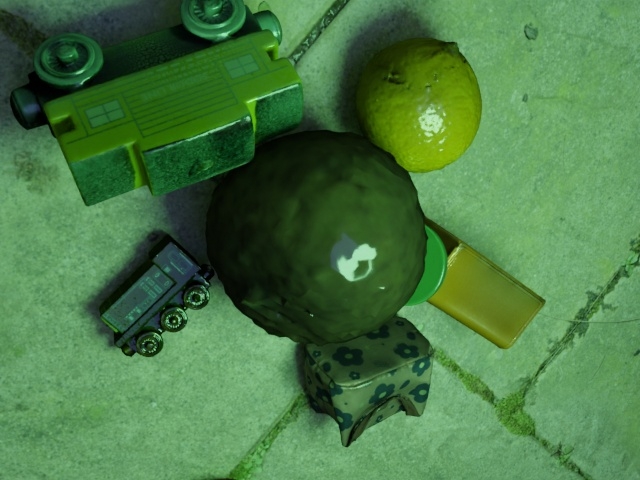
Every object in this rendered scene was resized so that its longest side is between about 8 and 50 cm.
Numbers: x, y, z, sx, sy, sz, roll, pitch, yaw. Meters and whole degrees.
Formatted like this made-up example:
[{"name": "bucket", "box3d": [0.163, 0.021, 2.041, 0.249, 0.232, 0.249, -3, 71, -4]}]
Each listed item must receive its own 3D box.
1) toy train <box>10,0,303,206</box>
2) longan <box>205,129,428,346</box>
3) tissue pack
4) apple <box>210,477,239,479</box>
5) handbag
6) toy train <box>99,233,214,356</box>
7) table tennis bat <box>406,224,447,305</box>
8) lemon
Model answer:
[{"name": "toy train", "box3d": [-0.236, -0.219, 1.194, 0.442, 0.272, 0.179, -23, 158, -15]}, {"name": "longan", "box3d": [0.000, 0.000, 1.332, 0.391, 0.391, 0.391, -8, 111, -21]}, {"name": "tissue pack", "box3d": [0.294, 0.086, 1.597, 0.274, 0.194, 0.145, 31, 94, -29]}, {"name": "apple", "box3d": [-0.198, 0.599, 1.583, 0.210, 0.173, 0.235, -3, 118, -27]}, {"name": "handbag", "box3d": [0.102, 0.293, 1.601, 0.251, 0.190, 0.193, -15, 124, -23]}, {"name": "toy train", "box3d": [-0.302, 0.106, 1.407, 0.225, 0.090, 0.137, -45, 112, -3]}, {"name": "table tennis bat", "box3d": [0.143, 0.007, 1.493, 0.160, 0.257, 0.039, -41, 158, 20]}, {"name": "lemon", "box3d": [0.180, -0.240, 1.414, 0.228, 0.228, 0.253, -15, 115, -18]}]
